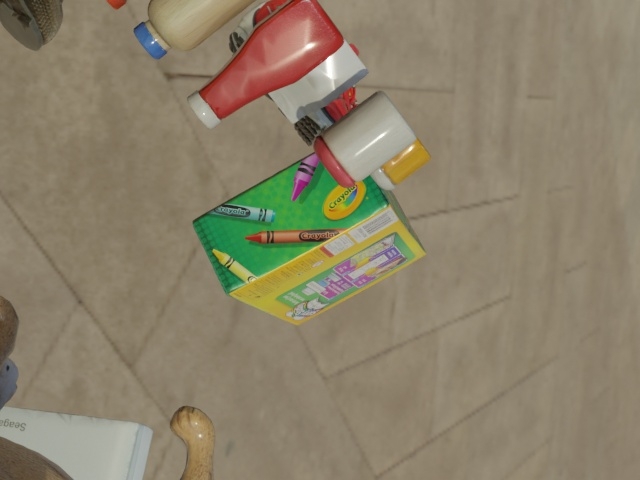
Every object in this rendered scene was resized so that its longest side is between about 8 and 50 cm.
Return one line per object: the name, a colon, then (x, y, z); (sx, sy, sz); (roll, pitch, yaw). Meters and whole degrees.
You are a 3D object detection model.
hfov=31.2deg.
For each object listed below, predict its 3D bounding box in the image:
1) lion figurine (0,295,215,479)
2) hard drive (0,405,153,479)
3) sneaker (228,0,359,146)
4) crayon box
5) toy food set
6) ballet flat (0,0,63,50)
lion figurine: (-0.204, 0.197, 0.784); (0.142, 0.392, 0.240); (-62, -177, 48)
hard drive: (-0.316, 0.348, 1.160); (0.047, 0.233, 0.352); (49, 48, -61)
sneaker: (0.015, -0.184, 1.411); (0.118, 0.107, 0.279); (-44, 103, -11)
crayon box: (0.000, 0.000, 1.128); (0.081, 0.165, 0.278); (62, 6, 14)
toy food set: (-0.034, -0.104, 0.717); (0.232, 0.104, 0.111); (51, 7, -19)
ballet flat: (-0.271, -0.261, 1.048); (0.058, 0.084, 0.250); (-51, 170, -21)
